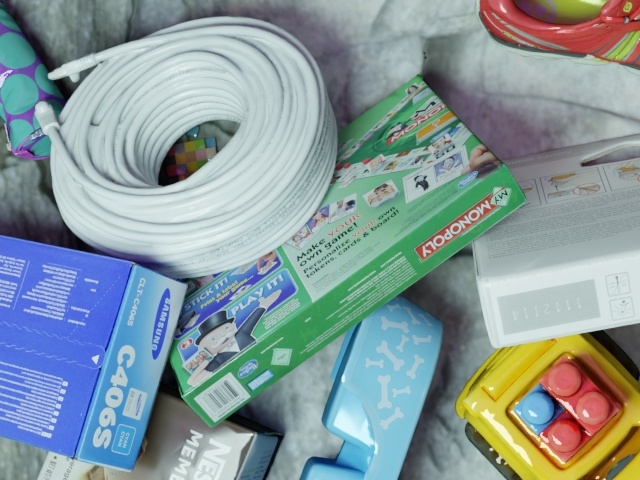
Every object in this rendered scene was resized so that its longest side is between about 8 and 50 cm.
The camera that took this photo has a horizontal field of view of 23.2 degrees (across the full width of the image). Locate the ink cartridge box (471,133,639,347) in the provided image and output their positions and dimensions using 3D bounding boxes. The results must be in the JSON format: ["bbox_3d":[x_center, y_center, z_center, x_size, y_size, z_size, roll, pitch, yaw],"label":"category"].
[{"bbox_3d":[0.274,-0.017,1.293,0.296,0.261,0.066,-11,111,7],"label":"ink cartridge box"}]

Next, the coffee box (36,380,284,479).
[{"bbox_3d":[-0.171,0.272,1.356,0.168,0.119,0.297,22,86,13],"label":"coffee box"}]

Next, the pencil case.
[{"bbox_3d":[-0.291,-0.150,1.459,0.070,0.064,0.152,-31,79,-10],"label":"pencil case"}]

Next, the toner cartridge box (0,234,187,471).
[{"bbox_3d":[-0.287,0.079,1.347,0.347,0.075,0.165,11,81,35],"label":"toner cartridge box"}]

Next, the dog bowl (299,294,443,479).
[{"bbox_3d":[0.027,0.182,1.326,0.074,0.166,0.297,19,85,-1],"label":"dog bowl"}]

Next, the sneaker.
[{"bbox_3d":[0.272,-0.198,1.358,0.279,0.118,0.107,1,83,8],"label":"sneaker"}]

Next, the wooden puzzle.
[{"bbox_3d":[-0.118,-0.067,1.452,0.049,0.006,0.083,-10,81,7],"label":"wooden puzzle"}]

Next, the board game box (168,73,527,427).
[{"bbox_3d":[0.000,0.000,1.336,0.317,0.213,0.046,-36,120,3],"label":"board game box"}]

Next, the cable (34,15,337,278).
[{"bbox_3d":[-0.111,-0.081,1.362,0.257,0.089,0.257,-21,52,5],"label":"cable"}]

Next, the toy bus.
[{"bbox_3d":[0.223,0.162,1.272,0.149,0.211,0.220,-44,81,-1],"label":"toy bus"}]
